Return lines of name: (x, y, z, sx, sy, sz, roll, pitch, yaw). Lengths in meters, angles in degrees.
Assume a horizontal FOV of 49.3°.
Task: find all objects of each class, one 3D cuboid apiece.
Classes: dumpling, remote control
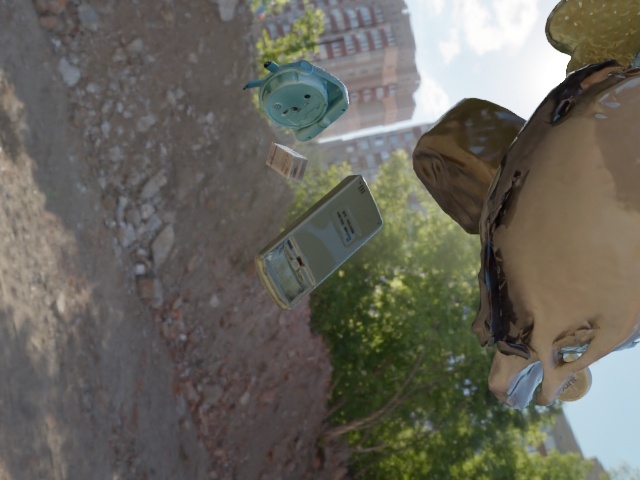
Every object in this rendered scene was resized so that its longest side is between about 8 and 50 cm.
dumpling: (0.199, -0.016, 0.513, 0.292, 0.163, 0.204, -61, 176, 9)
remote control: (0.000, 0.000, 1.243, 0.038, 0.285, 0.123, 3, -52, 49)
remote control: (0.372, 0.176, 1.191, 0.221, 0.042, 0.078, 52, -57, 23)

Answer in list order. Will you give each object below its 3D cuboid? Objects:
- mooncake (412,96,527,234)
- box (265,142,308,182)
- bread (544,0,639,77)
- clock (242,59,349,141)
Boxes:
mooncake: (0.310, -0.119, 1.302, 0.284, 0.155, 0.284, 43, -11, 10)
box: (-0.067, -0.155, 1.379, 0.117, 0.036, 0.050, 41, -63, 56)
bread: (0.423, -0.290, 1.000, 0.064, 0.173, 0.231, 41, 30, -42)
clock: (-0.041, -0.208, 0.993, 0.147, 0.108, 0.045, 25, 42, -37)
